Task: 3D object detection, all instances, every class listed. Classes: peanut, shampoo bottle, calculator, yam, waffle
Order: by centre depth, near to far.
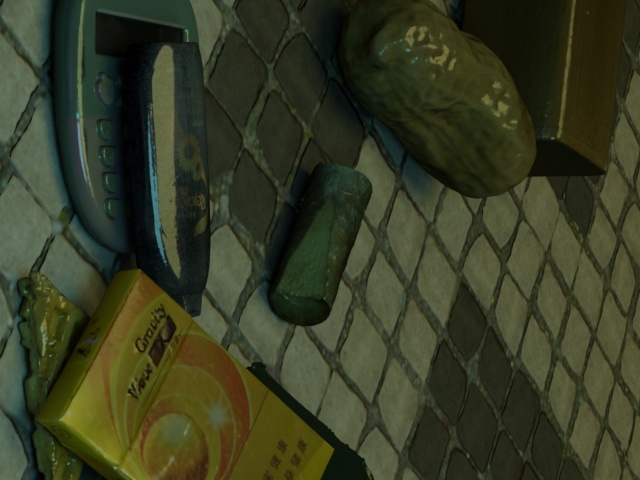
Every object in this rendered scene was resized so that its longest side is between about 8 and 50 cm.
[{"bbox_3d":[-0.224,0.137,1.584,0.125,0.032,0.191,49,45,-46],"label":"waffle"},{"bbox_3d":[-0.128,-0.051,1.681,0.087,0.049,0.234,-6,95,-57],"label":"shampoo bottle"},{"bbox_3d":[-0.166,-0.137,1.712,0.185,0.041,0.299,0,88,-59],"label":"calculator"},{"bbox_3d":[0.000,0.000,1.941,0.068,0.068,0.169,55,42,-40],"label":"yam"},{"bbox_3d":[0.121,-0.164,2.099,0.291,0.143,0.159,40,19,-43],"label":"peanut"}]

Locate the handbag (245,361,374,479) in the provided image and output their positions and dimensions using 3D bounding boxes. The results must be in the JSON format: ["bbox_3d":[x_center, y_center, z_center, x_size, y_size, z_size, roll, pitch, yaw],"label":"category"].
[{"bbox_3d":[-0.061,0.269,1.790,0.247,0.079,0.260,46,51,-43],"label":"handbag"}]

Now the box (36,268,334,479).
[{"bbox_3d":[-0.107,0.164,1.654,0.269,0.043,0.152,46,55,-31],"label":"box"}]

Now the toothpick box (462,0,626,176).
[{"bbox_3d":[0.259,-0.241,2.298,0.187,0.190,0.308,26,67,-56],"label":"toothpick box"}]
